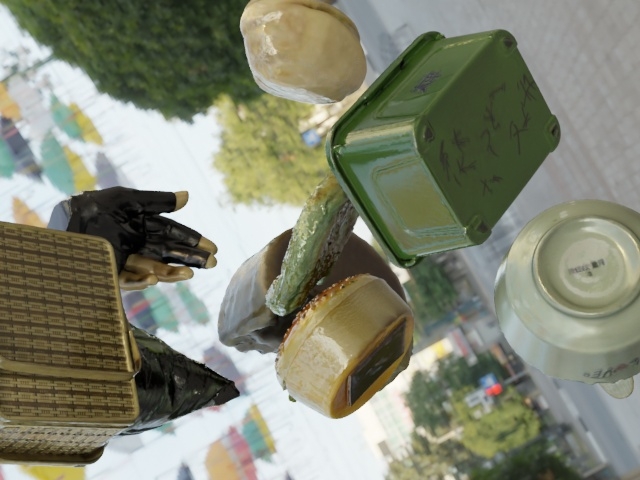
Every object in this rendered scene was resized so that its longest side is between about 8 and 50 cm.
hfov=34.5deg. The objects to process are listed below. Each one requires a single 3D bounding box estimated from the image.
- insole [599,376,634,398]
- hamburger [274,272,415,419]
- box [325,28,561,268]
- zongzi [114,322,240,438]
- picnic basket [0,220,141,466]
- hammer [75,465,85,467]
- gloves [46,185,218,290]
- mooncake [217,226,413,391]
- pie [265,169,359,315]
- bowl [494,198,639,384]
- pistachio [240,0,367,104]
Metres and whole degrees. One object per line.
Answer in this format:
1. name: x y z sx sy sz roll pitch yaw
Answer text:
1. insole: 0.446 0.172 1.649 0.188 0.064 0.004 59 -157 -5
2. hamburger: 0.039 0.195 1.938 0.176 0.300 0.300 39 177 23
3. box: 0.190 -0.139 1.484 0.177 0.329 0.253 -3 128 50
4. zongzi: -0.394 0.244 1.811 0.362 0.383 0.319 27 -111 -63
5. picnic basket: -0.396 0.148 1.439 0.228 0.175 0.313 12 -127 -41
6. hammer: -0.484 0.313 2.064 0.111 0.033 0.288 1 91 63
7. gloves: -0.320 -0.007 1.794 0.301 0.197 0.152 15 -170 -16
8. mooncake: -0.004 0.171 2.162 0.393 0.246 0.394 -29 -93 -43
9. pie: 0.002 -0.006 1.700 0.067 0.302 0.302 32 -179 10
10. bowl: 0.291 0.042 1.115 0.211 0.211 0.112 63 -177 25
11. pistachio: -0.043 -0.414 2.211 0.321 0.238 0.229 26 -132 -43
